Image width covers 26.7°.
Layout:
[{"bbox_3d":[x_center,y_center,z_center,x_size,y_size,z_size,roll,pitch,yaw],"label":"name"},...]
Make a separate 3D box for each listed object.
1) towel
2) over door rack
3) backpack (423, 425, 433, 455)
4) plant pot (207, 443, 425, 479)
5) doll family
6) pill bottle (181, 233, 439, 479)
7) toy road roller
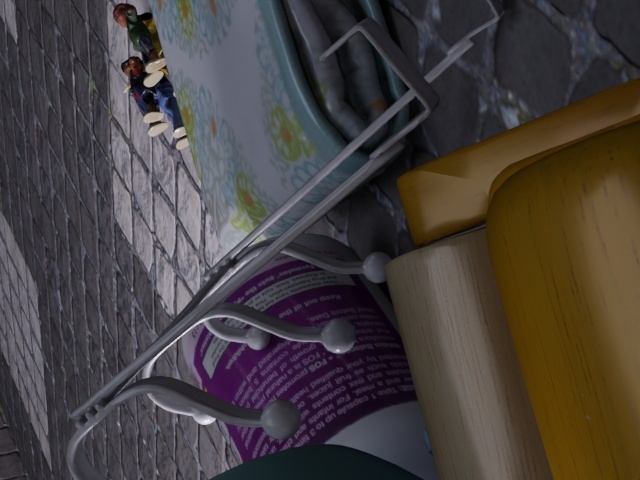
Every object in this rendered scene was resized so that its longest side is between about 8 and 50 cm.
[{"bbox_3d":[-0.057,-0.193,1.114,0.320,0.090,0.374,142,114,-69],"label":"towel"},{"bbox_3d":[0.000,0.000,0.794,0.108,0.239,0.324,37,116,0],"label":"over door rack"},{"bbox_3d":[0.148,0.105,0.740,0.173,0.117,0.158,49,145,45],"label":"backpack"},{"bbox_3d":[0.005,0.254,0.720,0.235,0.293,0.293,57,151,32],"label":"plant pot"},{"bbox_3d":[-0.175,-0.180,1.419,0.111,0.076,0.193,59,155,28],"label":"doll family"},{"bbox_3d":[0.022,0.144,0.991,0.301,0.169,0.169,-125,31,-45],"label":"pill bottle"},{"bbox_3d":[0.127,0.036,0.504,0.329,0.240,0.203,-21,81,45],"label":"toy road roller"}]
